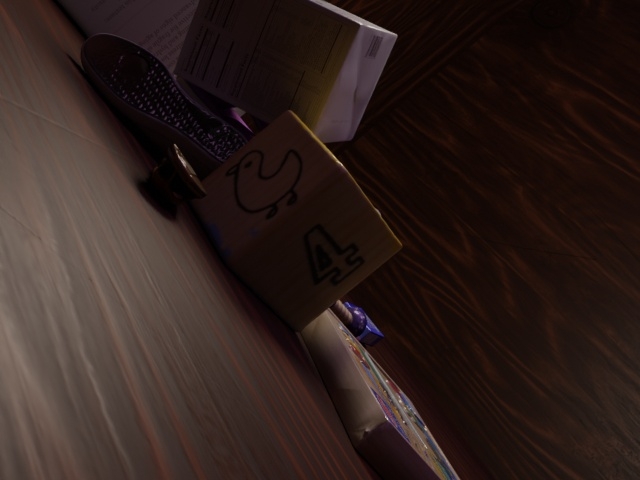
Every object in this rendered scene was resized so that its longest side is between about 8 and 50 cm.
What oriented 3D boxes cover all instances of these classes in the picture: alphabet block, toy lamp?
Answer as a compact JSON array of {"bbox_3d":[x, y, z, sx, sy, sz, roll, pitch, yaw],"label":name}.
[{"bbox_3d":[-0.037,-0.027,1.116,0.193,0.197,0.192,49,2,-44],"label":"alphabet block"},{"bbox_3d":[0.024,0.127,1.568,0.080,0.080,0.275,51,1,30],"label":"toy lamp"}]

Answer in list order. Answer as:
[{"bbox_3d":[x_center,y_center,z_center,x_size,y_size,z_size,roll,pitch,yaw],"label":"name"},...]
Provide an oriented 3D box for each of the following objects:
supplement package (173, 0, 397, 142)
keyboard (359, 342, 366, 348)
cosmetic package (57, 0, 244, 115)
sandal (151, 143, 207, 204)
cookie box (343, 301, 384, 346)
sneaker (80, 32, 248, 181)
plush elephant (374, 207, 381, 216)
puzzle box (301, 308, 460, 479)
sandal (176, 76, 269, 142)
[{"bbox_3d":[-0.053,-0.303,1.285,0.262,0.198,0.199,29,18,15],"label":"supplement package"},{"bbox_3d":[0.042,0.183,1.818,0.108,0.023,0.180,39,11,-51],"label":"keyboard"},{"bbox_3d":[-0.282,-0.447,1.647,0.394,0.329,0.327,51,1,0],"label":"cosmetic package"},{"bbox_3d":[-0.181,-0.073,0.970,0.072,0.049,0.180,56,-14,-12],"label":"sandal"},{"bbox_3d":[0.088,0.189,1.783,0.092,0.040,0.107,50,7,24],"label":"cookie box"},{"bbox_3d":[-0.246,-0.178,1.183,0.290,0.106,0.123,42,-34,-4],"label":"sneaker"},{"bbox_3d":[0.023,-0.040,2.174,0.272,0.255,0.330,51,2,21],"label":"plush elephant"},{"bbox_3d":[0.093,0.247,1.098,0.272,0.052,0.409,49,2,-21],"label":"puzzle box"},{"bbox_3d":[-0.075,-0.154,1.376,0.416,0.102,0.169,45,7,-11],"label":"sandal"}]
